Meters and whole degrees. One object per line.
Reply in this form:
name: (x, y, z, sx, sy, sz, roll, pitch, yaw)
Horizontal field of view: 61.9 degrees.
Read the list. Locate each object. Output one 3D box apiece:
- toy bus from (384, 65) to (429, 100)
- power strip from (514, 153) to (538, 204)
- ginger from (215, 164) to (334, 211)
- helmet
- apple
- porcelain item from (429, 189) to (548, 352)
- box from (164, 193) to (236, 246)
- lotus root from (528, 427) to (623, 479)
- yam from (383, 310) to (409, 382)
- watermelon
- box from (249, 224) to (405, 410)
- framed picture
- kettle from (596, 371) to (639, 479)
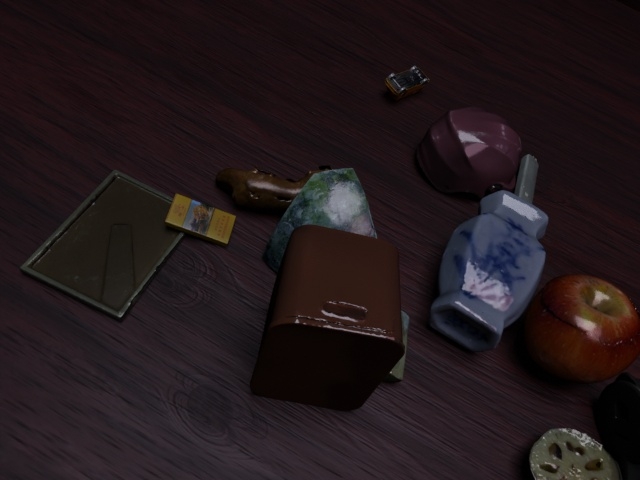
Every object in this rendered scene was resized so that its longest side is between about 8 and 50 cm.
toy bus: (0.275, -0.509, 1.742, 0.162, 0.074, 0.069, -28, 76, -31)
power strip: (0.627, -0.167, 1.625, 0.060, 0.027, 0.252, 41, 52, -19)
ginger: (-0.110, -0.133, 1.368, 0.310, 0.107, 0.133, -2, 71, -12)
helmet: (0.462, -0.275, 1.566, 0.339, 0.197, 0.270, 4, 54, -12)
apple: (0.612, 0.211, 1.256, 0.252, 0.206, 0.272, 24, 38, 16)
porcelain item: (0.422, 0.070, 1.332, 0.243, 0.178, 0.405, 32, 57, 6)
box: (-0.289, -0.049, 1.291, 0.155, 0.023, 0.086, 21, 59, -16)
lotus root: (0.530, 0.504, 1.136, 0.204, 0.077, 0.183, -22, 53, -31)
yam: (0.164, 0.237, 1.216, 0.068, 0.068, 0.169, 15, 54, -5)
watermelon: (0.000, 0.000, 1.313, 0.290, 0.213, 0.319, -23, 104, 6)
box: (0.012, 0.159, 1.064, 0.240, 0.339, 0.229, 13, 52, -7)
framed picture: (-0.468, -0.002, 1.230, 0.247, 0.022, 0.335, 26, 54, 2)
kettle: (0.809, 0.439, 1.213, 0.308, 0.262, 0.203, 4, 22, -10)
